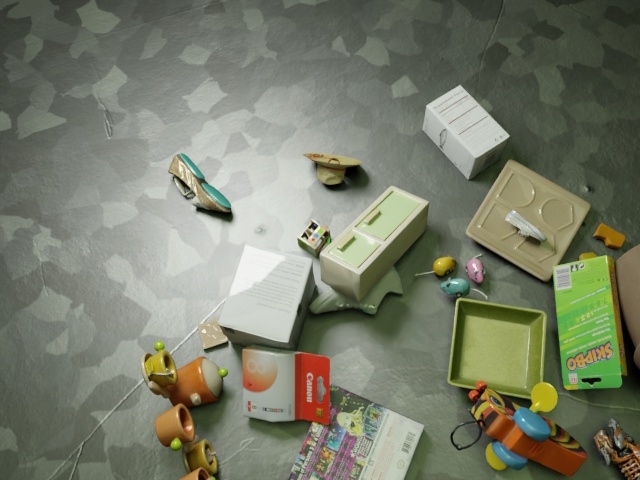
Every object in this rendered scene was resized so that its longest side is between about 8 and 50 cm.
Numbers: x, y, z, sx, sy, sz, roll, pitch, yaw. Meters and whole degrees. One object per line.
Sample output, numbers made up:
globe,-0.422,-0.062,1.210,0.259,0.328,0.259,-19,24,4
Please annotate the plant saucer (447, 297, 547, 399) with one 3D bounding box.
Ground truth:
plant saucer,0.365,0.227,1.314,0.188,0.045,0.189,9,68,7

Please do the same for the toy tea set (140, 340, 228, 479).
toy tea set,-0.228,0.353,1.215,0.124,0.200,0.336,-22,66,3

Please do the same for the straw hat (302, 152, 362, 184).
straw hat,0.025,-0.165,1.494,0.144,0.144,0.061,10,106,8

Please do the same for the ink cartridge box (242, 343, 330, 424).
ink cartridge box,-0.071,0.292,1.255,0.179,0.045,0.146,5,100,26

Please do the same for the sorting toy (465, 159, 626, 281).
sorting toy,0.508,-0.022,1.422,0.307,0.041,0.229,32,75,9

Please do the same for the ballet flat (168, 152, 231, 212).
ballet flat,-0.292,-0.121,1.506,0.067,0.073,0.206,-48,67,13

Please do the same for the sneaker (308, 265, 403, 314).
sneaker,0.081,0.124,1.364,0.212,0.080,0.094,-24,81,-10

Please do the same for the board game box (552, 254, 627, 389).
board game box,0.543,0.169,1.280,0.039,0.124,0.260,17,67,-35

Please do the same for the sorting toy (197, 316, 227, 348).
sorting toy,-0.223,0.199,1.381,0.083,0.012,0.062,-18,62,-1

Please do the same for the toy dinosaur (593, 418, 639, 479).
toy dinosaur,0.677,0.444,1.161,0.322,0.164,0.218,42,88,10

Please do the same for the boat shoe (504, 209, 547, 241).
boat shoe,0.449,-0.025,1.386,0.100,0.035,0.035,40,103,7

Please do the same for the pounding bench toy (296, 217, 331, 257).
pounding bench toy,0.000,0.000,1.432,0.083,0.052,0.065,34,72,16

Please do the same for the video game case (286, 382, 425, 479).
video game case,0.067,0.430,1.245,0.210,0.042,0.232,21,69,13

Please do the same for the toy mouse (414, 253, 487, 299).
toy mouse,0.311,0.075,1.367,0.161,0.031,0.143,-24,45,-21

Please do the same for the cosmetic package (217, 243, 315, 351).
cosmetic package,-0.107,0.130,1.328,0.151,0.151,0.184,13,69,8

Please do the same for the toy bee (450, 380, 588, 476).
toy bee,0.361,0.334,1.198,0.195,0.298,0.162,-40,28,11

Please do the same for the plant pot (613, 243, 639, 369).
plant pot,0.700,0.124,1.249,0.262,0.263,0.229,-19,49,-5

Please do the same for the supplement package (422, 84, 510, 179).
supplement package,0.340,-0.255,1.494,0.105,0.105,0.179,-33,68,-10

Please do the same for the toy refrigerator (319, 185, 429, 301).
toy refrigerator,0.119,-0.002,1.351,0.102,0.094,0.269,28,52,27
